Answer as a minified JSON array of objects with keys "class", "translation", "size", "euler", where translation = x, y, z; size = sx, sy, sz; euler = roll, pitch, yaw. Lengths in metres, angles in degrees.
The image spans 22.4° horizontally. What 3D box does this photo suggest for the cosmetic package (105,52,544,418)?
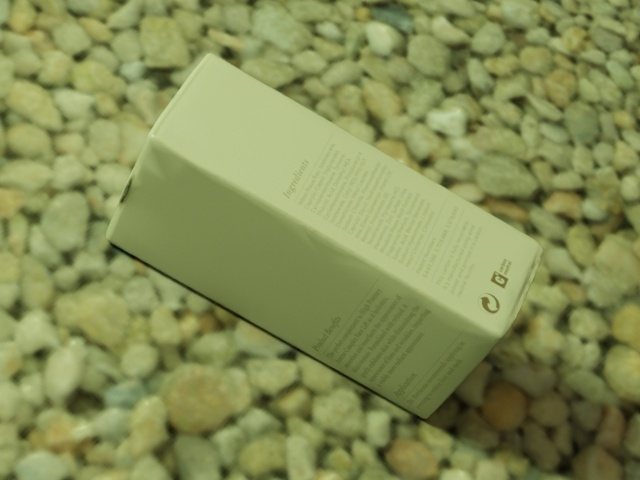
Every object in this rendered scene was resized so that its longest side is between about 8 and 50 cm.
[{"class":"cosmetic package","translation":[0.000,0.000,0.960],"size":[0.231,0.117,0.085],"euler":[31,52,-3]}]
